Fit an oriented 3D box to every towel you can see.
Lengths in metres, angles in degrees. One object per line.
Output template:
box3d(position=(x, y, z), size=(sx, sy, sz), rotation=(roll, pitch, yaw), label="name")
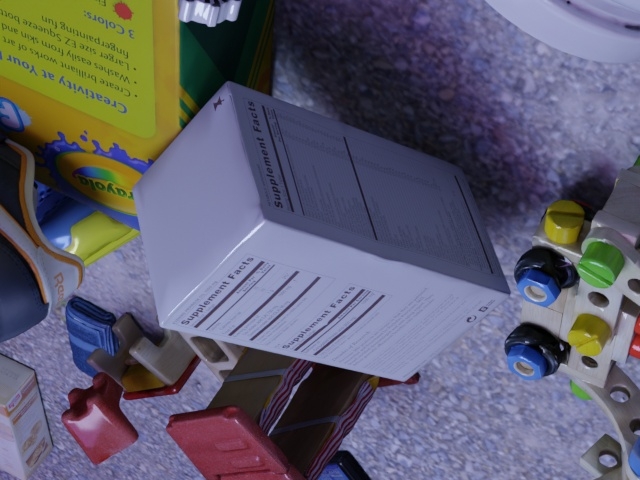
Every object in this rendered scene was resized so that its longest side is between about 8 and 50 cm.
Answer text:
box3d(position=(-0.271, 0.121, 1.614), size=(0.067, 0.029, 0.119), rotation=(25, 143, 17), label="towel")

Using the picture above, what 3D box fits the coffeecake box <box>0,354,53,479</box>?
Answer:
box3d(position=(-0.450, 0.225, 1.844), size=(0.142, 0.068, 0.185), rotation=(23, 142, 18), label="coffeecake box")

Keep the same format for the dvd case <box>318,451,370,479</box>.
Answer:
box3d(position=(0.033, 0.344, 1.621), size=(0.180, 0.022, 0.253), rotation=(-11, 123, 45), label="dvd case")

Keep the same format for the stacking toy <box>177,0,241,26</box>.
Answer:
box3d(position=(0.016, -0.218, 0.854), size=(0.167, 0.221, 0.052), rotation=(110, 146, -45), label="stacking toy")

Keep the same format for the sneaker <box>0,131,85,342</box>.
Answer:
box3d(position=(-0.317, -0.047, 1.124), size=(0.321, 0.127, 0.126), rotation=(51, 145, 20), label="sneaker")

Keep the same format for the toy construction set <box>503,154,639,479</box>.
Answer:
box3d(position=(0.252, 0.072, 1.045), size=(0.215, 0.151, 0.327), rotation=(22, 131, 19), label="toy construction set")

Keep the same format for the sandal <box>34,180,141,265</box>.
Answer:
box3d(position=(-0.263, -0.040, 1.295), size=(0.138, 0.126, 0.317), rotation=(65, 161, -15), label="sandal")

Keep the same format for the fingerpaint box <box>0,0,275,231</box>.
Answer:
box3d(position=(-0.258, -0.243, 1.081), size=(0.445, 0.163, 0.371), rotation=(24, 143, 14), label="fingerpaint box")

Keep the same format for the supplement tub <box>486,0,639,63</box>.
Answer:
box3d(position=(0.207, -0.248, 0.632), size=(0.235, 0.235, 0.325), rotation=(40, 144, -5), label="supplement tub")

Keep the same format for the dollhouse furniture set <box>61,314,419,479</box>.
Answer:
box3d(position=(-0.109, 0.174, 1.394), size=(0.374, 0.201, 0.152), rotation=(-14, 121, 46), label="dollhouse furniture set")

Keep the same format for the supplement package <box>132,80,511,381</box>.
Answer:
box3d(position=(0.000, 0.000, 1.042), size=(0.244, 0.139, 0.134), rotation=(17, 133, -37), label="supplement package")
